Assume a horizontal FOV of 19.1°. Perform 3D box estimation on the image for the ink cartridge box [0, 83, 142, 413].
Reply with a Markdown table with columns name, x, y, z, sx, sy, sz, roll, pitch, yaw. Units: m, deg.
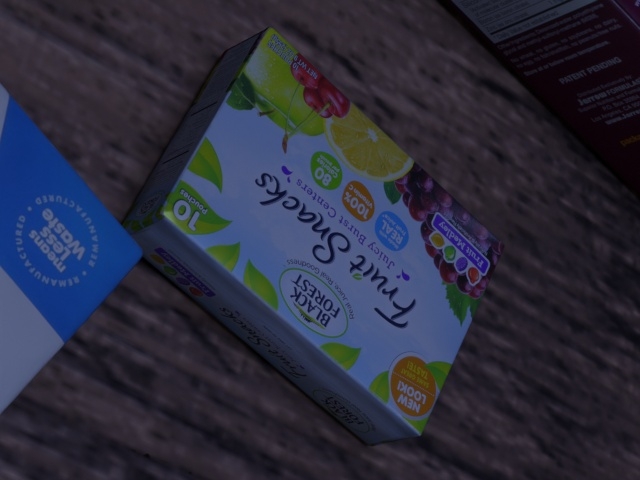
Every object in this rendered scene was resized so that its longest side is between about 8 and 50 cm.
| name | x | y | z | sx | sy | sz | roll | pitch | yaw |
| --- | --- | --- | --- | --- | --- | --- | --- | --- | --- |
| ink cartridge box | -0.178 | 0.036 | 0.578 | 0.134 | 0.078 | 0.231 | 50 | 53 | -15 |

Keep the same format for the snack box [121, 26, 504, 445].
| name | x | y | z | sx | sy | sz | roll | pitch | yaw |
| --- | --- | --- | --- | --- | --- | --- | --- | --- | --- |
| snack box | 0.000 | 0.000 | 0.753 | 0.141 | 0.037 | 0.100 | 41 | 57 | -22 |

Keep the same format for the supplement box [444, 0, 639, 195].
| name | x | y | z | sx | sy | sz | roll | pitch | yaw |
| --- | --- | --- | --- | --- | --- | --- | --- | --- | --- |
| supplement box | 0.140 | -0.114 | 0.867 | 0.188 | 0.081 | 0.104 | 42 | 56 | -22 |
